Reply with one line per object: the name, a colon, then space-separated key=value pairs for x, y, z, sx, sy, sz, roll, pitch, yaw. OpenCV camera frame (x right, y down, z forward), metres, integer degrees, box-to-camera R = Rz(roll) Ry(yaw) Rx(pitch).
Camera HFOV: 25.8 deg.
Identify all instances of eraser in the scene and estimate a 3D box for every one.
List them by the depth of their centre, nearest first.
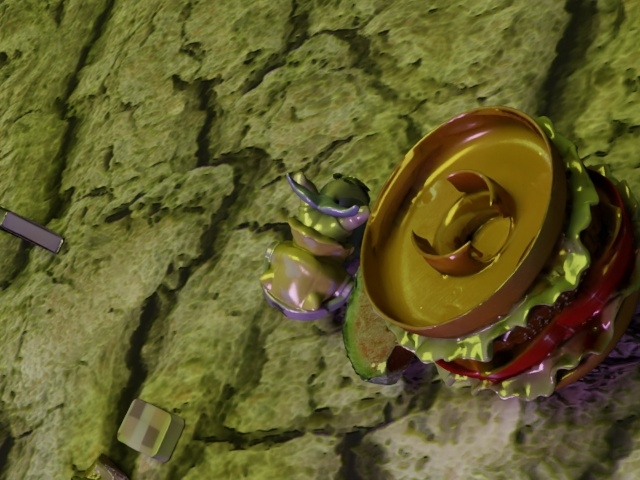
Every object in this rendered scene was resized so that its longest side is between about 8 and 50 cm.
eraser: x=-0.227 y=0.253 z=1.870 sx=0.105 sy=0.026 sz=0.065 roll=15 pitch=80 yaw=53

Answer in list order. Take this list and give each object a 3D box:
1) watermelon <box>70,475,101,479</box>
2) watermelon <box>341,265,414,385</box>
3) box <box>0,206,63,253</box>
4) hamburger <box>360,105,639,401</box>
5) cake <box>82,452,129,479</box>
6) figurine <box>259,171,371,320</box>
watermelon: x=-0.171 y=0.379 z=1.639 sx=0.128 sy=0.159 sz=0.303 roll=-31 pitch=34 yaw=-13
watermelon: x=0.101 y=0.088 z=1.574 sx=0.139 sy=0.071 sz=0.187 roll=-26 pitch=39 yaw=28
box: x=-0.513 y=-0.029 z=2.326 sx=0.177 sy=0.115 sz=0.036 roll=18 pitch=81 yaw=52
hamburger: x=0.191 y=0.024 z=1.382 sx=0.274 sy=0.212 sz=0.274 roll=-28 pitch=44 yaw=32
cake: x=-0.302 y=0.315 z=1.891 sx=0.052 sy=0.065 sz=0.121 roll=-58 pitch=29 yaw=-4
figurine: x=0.000 y=0.000 z=1.663 sx=0.128 sy=0.208 sz=0.184 roll=25 pitch=65 yaw=17
